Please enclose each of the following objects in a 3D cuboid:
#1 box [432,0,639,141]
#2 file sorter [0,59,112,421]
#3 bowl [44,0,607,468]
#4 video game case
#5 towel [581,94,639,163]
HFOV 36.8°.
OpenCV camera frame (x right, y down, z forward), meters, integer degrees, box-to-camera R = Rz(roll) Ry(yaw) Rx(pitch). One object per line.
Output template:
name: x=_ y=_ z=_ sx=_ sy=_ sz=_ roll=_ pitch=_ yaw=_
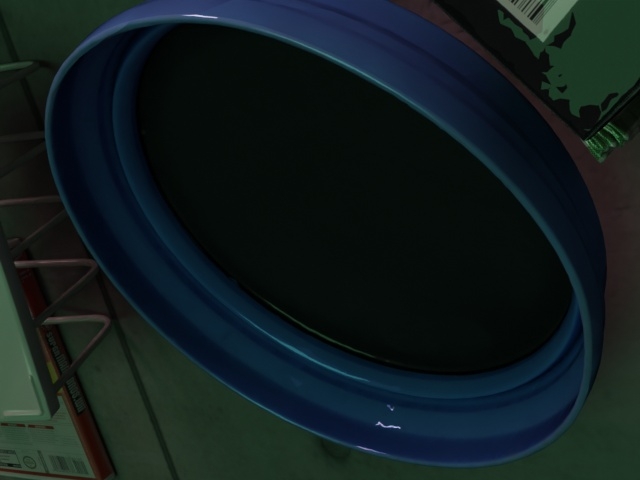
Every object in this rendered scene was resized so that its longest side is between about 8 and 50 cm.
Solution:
box: x=0.130 y=-0.151 z=0.488 sx=0.156 sy=0.158 sz=0.093 roll=45 pitch=129 yaw=8
file sorter: x=-0.320 y=-0.002 z=0.851 sx=0.192 sy=0.173 sz=0.278 roll=-4 pitch=112 yaw=17
bowl: x=0.000 y=0.000 z=0.637 sx=0.391 sy=0.077 sz=0.391 roll=22 pitch=144 yaw=17
video game case: x=-0.347 y=0.139 z=1.059 sx=0.204 sy=0.025 sz=0.285 roll=-5 pitch=110 yaw=37
towel: x=0.124 y=-0.113 z=0.542 sx=0.152 sy=0.113 sz=0.023 roll=44 pitch=126 yaw=9
